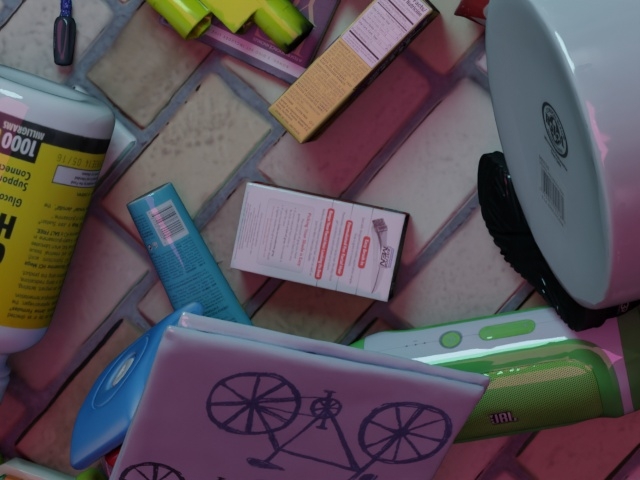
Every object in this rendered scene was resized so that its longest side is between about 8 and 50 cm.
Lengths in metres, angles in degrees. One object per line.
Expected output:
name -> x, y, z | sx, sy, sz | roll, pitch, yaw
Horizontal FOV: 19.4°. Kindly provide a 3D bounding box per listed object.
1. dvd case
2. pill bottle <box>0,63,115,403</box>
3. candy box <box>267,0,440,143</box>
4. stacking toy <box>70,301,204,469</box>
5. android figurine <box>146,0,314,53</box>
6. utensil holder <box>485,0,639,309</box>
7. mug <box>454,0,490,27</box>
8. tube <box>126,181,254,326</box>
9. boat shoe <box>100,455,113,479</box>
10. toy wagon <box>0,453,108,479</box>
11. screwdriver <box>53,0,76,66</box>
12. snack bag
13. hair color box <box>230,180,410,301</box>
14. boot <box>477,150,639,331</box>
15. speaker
dvd case -> -0.049, -0.290, 1.922 | 0.164, 0.018, 0.221 | 26, 98, 5
pill bottle -> -0.343, -0.004, 1.902 | 0.188, 0.188, 0.334 | 19, 97, 6
candy box -> 0.035, -0.180, 1.874 | 0.186, 0.109, 0.053 | -44, 88, 8
stacking toy -> -0.086, 0.221, 1.912 | 0.302, 0.175, 0.166 | 39, 138, -14
android figurine -> -0.086, -0.326, 1.890 | 0.248, 0.056, 0.273 | -43, 88, 9
utensil holder -> 0.376, -0.136, 1.663 | 0.385, 0.327, 0.327 | -16, 92, -8
mug -> 0.240, -0.247, 1.840 | 0.169, 0.113, 0.150 | 30, 100, 1
tube -> -0.132, 0.042, 1.949 | 0.080, 0.052, 0.207 | -24, 97, 18
boat shoe -> -0.170, 0.281, 1.955 | 0.079, 0.081, 0.227 | -26, 91, 9
toy wagon -> -0.333, 0.340, 1.987 | 0.267, 0.068, 0.344 | -28, 90, 10
screwdriver -> -0.265, -0.266, 1.952 | 0.024, 0.025, 0.170 | 3, 96, 8
snack bag -> -0.041, 0.225, 1.823 | 0.323, 0.037, 0.342 | 11, 128, -17
hair color box -> 0.000, 0.000, 1.922 | 0.167, 0.053, 0.093 | 13, 95, 8
boot -> 0.293, -0.017, 1.853 | 0.207, 0.246, 0.094 | -13, 132, -20
speaker -> 0.178, 0.133, 1.871 | 0.296, 0.131, 0.131 | -11, 93, 9
